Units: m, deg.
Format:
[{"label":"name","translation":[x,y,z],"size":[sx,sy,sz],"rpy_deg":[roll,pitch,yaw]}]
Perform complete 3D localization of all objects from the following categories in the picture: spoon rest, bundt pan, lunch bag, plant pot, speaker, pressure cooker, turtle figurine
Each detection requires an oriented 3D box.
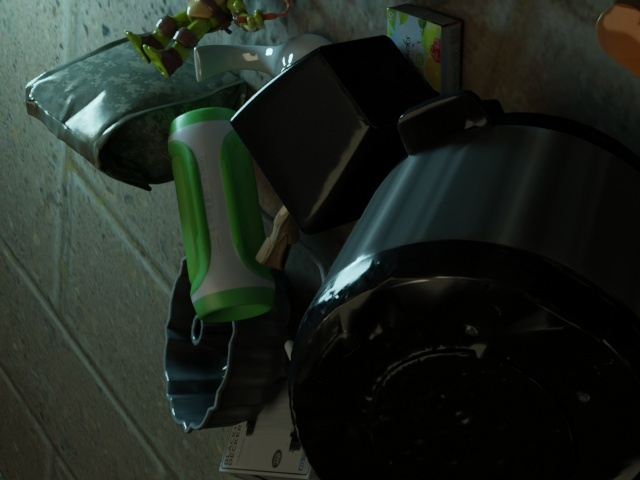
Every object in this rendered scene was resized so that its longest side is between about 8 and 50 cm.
[{"label":"spoon rest","translation":[-0.057,-0.242,1.676],"size":[0.276,0.084,0.137],"rpy_deg":[19,125,34]},{"label":"bundt pan","translation":[-0.144,0.151,1.883],"size":[0.331,0.124,0.331],"rpy_deg":[-35,51,58]},{"label":"lunch bag","translation":[-0.295,-0.199,1.834],"size":[0.235,0.287,0.169],"rpy_deg":[38,136,38]},{"label":"plant pot","translation":[0.036,-0.144,1.429],"size":[0.188,0.187,0.167],"rpy_deg":[57,137,17]},{"label":"speaker","translation":[-0.145,-0.037,1.690],"size":[0.131,0.131,0.296],"rpy_deg":[-34,63,57]},{"label":"pressure cooker","translation":[0.194,0.078,1.182],"size":[0.375,0.420,0.370],"rpy_deg":[22,126,7]},{"label":"turtle figurine","translation":[-0.176,-0.339,1.697],"size":[0.269,0.217,0.087],"rpy_deg":[44,170,33]}]

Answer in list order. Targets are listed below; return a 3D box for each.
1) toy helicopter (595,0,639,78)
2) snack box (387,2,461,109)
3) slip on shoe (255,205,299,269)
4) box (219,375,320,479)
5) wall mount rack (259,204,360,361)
[{"label":"toy helicopter","translation":[0.381,-0.139,0.933],"size":[0.355,0.235,0.140],"rpy_deg":[36,134,40]},{"label":"snack box","translation":[0.127,-0.213,1.441],"size":[0.100,0.037,0.141],"rpy_deg":[32,133,46]},{"label":"slip on shoe","translation":[-0.045,-0.013,1.585],"size":[0.041,0.051,0.135],"rpy_deg":[33,123,5]},{"label":"box","translation":[-0.041,0.308,1.853],"size":[0.290,0.087,0.169],"rpy_deg":[-12,59,58]},{"label":"wall mount rack","translation":[0.000,0.000,1.667],"size":[0.350,0.130,0.304],"rpy_deg":[121,142,-49]}]
